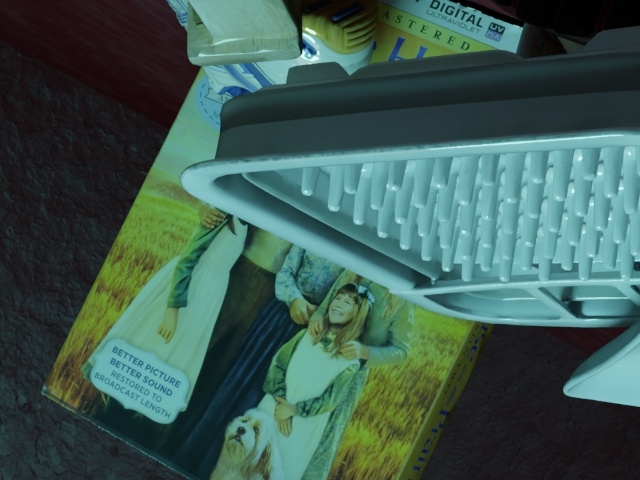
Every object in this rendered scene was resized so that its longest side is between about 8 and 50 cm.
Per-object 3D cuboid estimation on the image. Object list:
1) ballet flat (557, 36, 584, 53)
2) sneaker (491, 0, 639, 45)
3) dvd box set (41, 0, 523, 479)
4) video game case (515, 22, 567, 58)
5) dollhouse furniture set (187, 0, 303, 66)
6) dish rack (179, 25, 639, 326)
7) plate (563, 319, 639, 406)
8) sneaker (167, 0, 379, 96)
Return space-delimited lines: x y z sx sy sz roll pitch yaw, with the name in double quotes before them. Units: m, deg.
"ballet flat" 0.284 -0.044 0.857 0.400 0.139 0.139 27 175 12
"sneaker" 0.193 -0.115 0.727 0.314 0.116 0.136 26 176 21
"dvd box set" 0.000 0.000 1.141 0.308 0.420 0.062 26 179 23
"video game case" 0.197 -0.094 0.991 0.143 0.019 0.157 28 -152 -1
"dollhouse furniture set" -0.225 -0.207 0.784 0.394 0.362 0.256 -4 167 9
"dish rack" 0.124 -0.023 0.743 0.285 0.072 0.333 -1 165 33
"plate" 0.287 0.059 0.758 0.278 0.045 0.277 7 165 0
"sneaker" -0.079 -0.175 1.109 0.296 0.112 0.131 43 140 37
